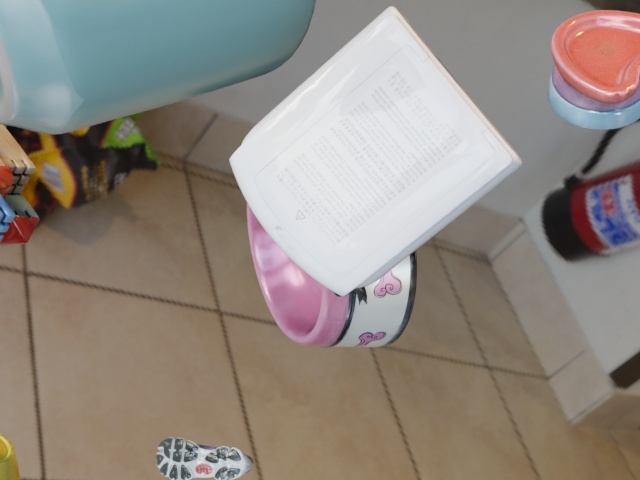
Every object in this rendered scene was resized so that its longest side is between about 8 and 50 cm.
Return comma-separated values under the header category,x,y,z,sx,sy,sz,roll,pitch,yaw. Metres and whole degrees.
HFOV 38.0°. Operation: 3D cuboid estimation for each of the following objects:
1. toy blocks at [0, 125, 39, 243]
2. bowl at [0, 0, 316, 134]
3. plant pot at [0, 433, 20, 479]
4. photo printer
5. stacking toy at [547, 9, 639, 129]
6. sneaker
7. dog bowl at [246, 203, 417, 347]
category,x,y,z,sx,sy,sz,roll,pitch,yaw
toy blocks,-0.489,-0.068,1.142,0.261,0.190,0.381,48,24,22
bowl,-0.168,-0.183,0.519,0.311,0.311,0.163,45,63,3
plant pot,-0.352,0.239,0.915,0.134,0.095,0.134,23,13,-6
photo printer,0.056,-0.098,1.172,0.256,0.307,0.107,50,14,0
stacking toy,0.456,-0.204,1.153,0.309,0.130,0.279,-31,53,-15
sneaker,-0.190,0.365,1.525,0.071,0.170,0.068,41,57,-67
dog bowl,0.000,0.000,1.598,0.150,0.408,0.408,-12,57,-23
